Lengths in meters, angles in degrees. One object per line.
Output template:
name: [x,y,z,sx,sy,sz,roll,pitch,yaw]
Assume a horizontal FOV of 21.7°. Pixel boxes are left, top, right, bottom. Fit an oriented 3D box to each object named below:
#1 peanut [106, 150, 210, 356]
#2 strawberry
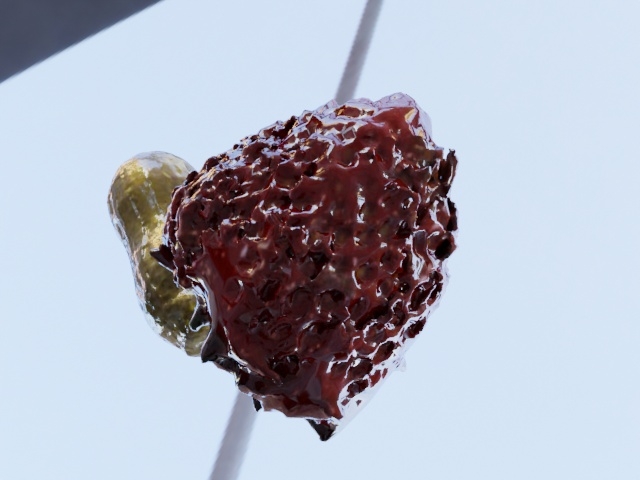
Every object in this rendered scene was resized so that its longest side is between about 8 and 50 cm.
peanut: [-0.114,0.010,1.327,0.087,0.206,0.087,-14,-42,-13]
strawberry: [0.000,0.000,1.009,0.184,0.187,0.201,37,-72,0]
